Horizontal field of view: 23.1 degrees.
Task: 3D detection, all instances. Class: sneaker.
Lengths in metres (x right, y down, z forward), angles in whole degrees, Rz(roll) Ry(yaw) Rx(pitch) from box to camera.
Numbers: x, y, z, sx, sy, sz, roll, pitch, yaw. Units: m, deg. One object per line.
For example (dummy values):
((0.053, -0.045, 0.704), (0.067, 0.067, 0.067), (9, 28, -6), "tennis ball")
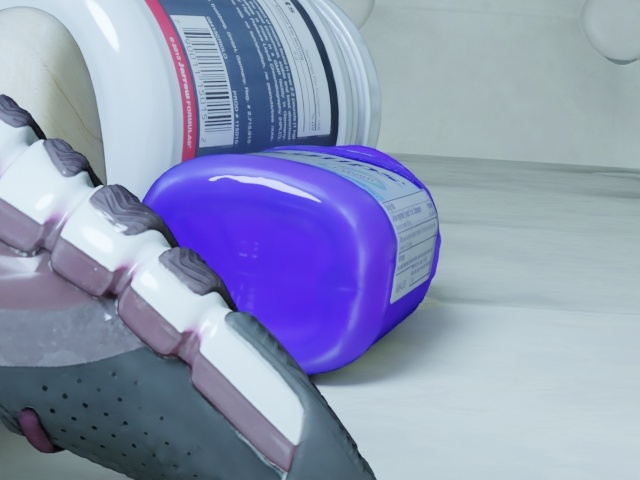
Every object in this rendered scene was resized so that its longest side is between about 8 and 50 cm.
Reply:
((-0.128, 0.033, 0.430), (0.281, 0.162, 0.106), (40, -9, 15), "sneaker")

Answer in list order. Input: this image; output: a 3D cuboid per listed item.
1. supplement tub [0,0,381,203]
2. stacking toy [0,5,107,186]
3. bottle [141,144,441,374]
((-0.099, -0.073, 0.906), (0.191, 0.191, 0.272), (7, 9, 29), "supplement tub")
((-0.249, -0.005, 0.564), (0.330, 0.141, 0.141), (-3, 6, 2), "stacking toy")
((0.000, 0.000, 0.779), (0.118, 0.092, 0.283), (10, 7, 13), "bottle")
